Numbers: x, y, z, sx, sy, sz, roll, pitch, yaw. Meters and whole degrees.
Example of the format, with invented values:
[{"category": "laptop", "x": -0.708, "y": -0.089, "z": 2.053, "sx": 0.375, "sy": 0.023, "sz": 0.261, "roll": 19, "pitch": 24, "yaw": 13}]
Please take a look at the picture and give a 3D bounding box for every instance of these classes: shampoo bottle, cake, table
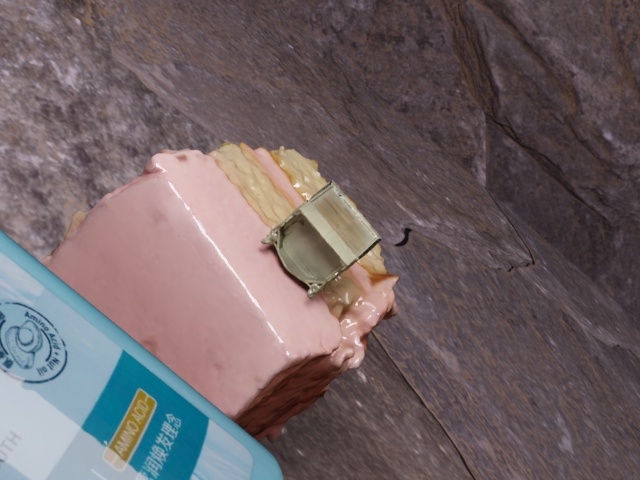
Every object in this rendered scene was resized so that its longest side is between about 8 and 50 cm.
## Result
[{"category": "shampoo bottle", "x": -0.249, "y": 0.181, "z": 0.721, "sx": 0.343, "sy": 0.331, "sz": 0.331, "roll": 41, "pitch": 23, "yaw": -12}, {"category": "cake", "x": -0.115, "y": 0.076, "z": 1.146, "sx": 0.293, "sy": 0.314, "sz": 0.307, "roll": 52, "pitch": 23, "yaw": 13}, {"category": "table", "x": 0.000, "y": 0.000, "z": 1.027, "sx": 0.079, "sy": 0.062, "sz": 0.083, "roll": 49, "pitch": 32, "yaw": 1}]
